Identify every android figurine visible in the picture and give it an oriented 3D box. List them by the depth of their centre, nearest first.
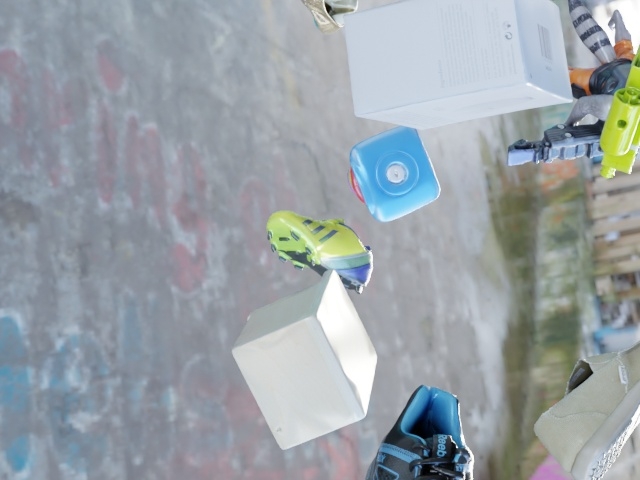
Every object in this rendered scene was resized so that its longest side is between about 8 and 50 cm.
[{"bbox_3d":[0.445,-0.208,1.555,0.273,0.056,0.248,97,19,-45],"label":"android figurine"}]

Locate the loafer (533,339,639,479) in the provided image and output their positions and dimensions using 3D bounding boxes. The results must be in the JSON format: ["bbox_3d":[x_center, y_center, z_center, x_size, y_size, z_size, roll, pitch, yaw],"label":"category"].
[{"bbox_3d":[0.329,0.163,1.253,0.268,0.092,0.102,-35,149,-45],"label":"loafer"}]

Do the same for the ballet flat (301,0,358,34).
[{"bbox_3d":[0.015,-0.335,1.553,0.206,0.067,0.073,20,76,-72],"label":"ballet flat"}]

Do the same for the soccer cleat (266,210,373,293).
[{"bbox_3d":[-0.001,0.000,2.047,0.289,0.093,0.121,36,61,-46],"label":"soccer cleat"}]

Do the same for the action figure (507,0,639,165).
[{"bbox_3d":[0.456,-0.246,1.874,0.178,0.341,0.330,91,-21,-47],"label":"action figure"}]

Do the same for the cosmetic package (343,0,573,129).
[{"bbox_3d":[0.180,-0.233,1.435,0.224,0.224,0.138,-2,83,-64],"label":"cosmetic package"}]

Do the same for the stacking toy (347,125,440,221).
[{"bbox_3d":[0.120,-0.142,2.407,0.175,0.165,0.302,68,-11,-8],"label":"stacking toy"}]

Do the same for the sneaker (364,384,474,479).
[{"bbox_3d":[0.097,0.279,1.159,0.341,0.125,0.140,-87,-167,-66],"label":"sneaker"}]

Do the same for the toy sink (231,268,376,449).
[{"bbox_3d":[-0.020,0.155,1.514,0.153,0.131,0.234,64,12,-11],"label":"toy sink"}]
